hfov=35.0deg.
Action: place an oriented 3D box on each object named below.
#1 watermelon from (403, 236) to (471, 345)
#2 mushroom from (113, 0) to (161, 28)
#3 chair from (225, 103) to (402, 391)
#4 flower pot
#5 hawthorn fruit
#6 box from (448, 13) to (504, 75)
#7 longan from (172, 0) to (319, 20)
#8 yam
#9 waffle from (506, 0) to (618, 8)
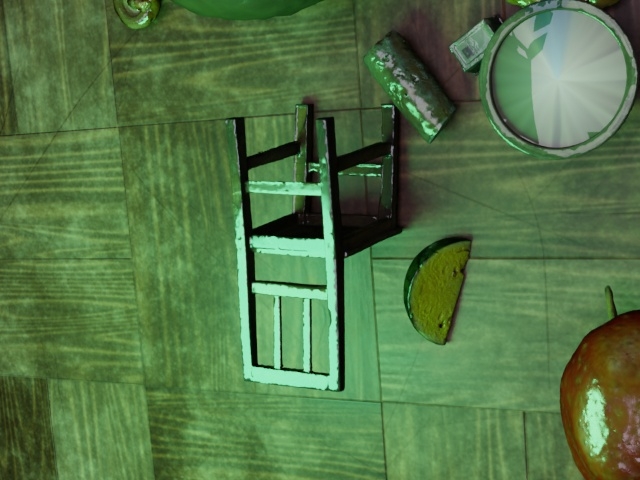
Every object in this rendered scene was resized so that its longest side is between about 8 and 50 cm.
[{"bbox_3d":[0.173,0.077,1.627,0.092,0.075,0.181,19,106,19],"label":"watermelon"},{"bbox_3d":[-0.316,-0.413,1.788,0.129,0.072,0.088,37,101,53],"label":"mushroom"},{"bbox_3d":[0.000,0.000,1.622,0.203,0.240,0.416,4,104,27],"label":"chair"},{"bbox_3d":[0.348,-0.223,1.414,0.212,0.202,0.212,4,100,25],"label":"flower pot"},{"bbox_3d":[0.457,0.210,1.410,0.287,0.287,0.330,-32,60,28],"label":"hawthorn fruit"},{"bbox_3d":[0.243,-0.296,1.535,0.084,0.063,0.060,-35,81,26],"label":"box"},{"bbox_3d":[-0.121,-0.528,1.502,0.435,0.404,0.404,18,107,20],"label":"longan"},{"bbox_3d":[0.142,-0.241,1.589,0.078,0.078,0.179,-42,79,26],"label":"yam"},{"bbox_3d":[0.336,-0.471,1.461,0.300,0.058,0.282,33,112,17],"label":"waffle"}]
